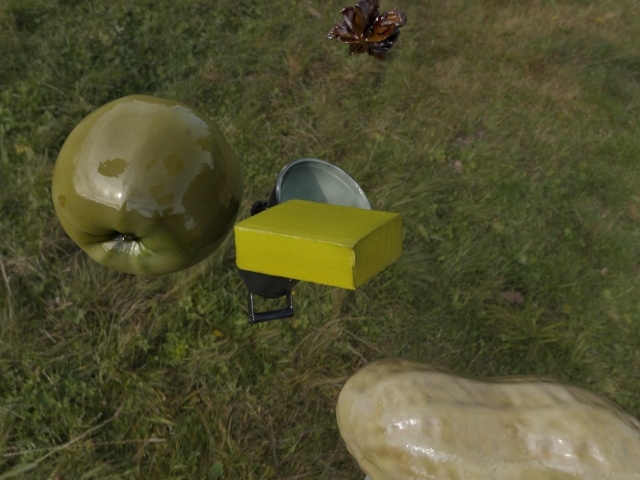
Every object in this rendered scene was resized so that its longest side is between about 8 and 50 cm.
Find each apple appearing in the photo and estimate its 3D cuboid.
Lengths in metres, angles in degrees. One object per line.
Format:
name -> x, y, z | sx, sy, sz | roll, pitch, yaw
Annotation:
apple -> -0.244, -0.079, 0.741 | 0.262, 0.262, 0.263 | 8, 51, -10

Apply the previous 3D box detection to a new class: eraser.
eraser -> 0.000, 0.000, 0.452 | 0.122, 0.045, 0.097 | 9, 22, 30

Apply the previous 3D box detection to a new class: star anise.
star anise -> 0.074, -0.316, 0.702 | 0.097, 0.190, 0.070 | 28, 78, -6

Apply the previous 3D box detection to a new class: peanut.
peanut -> 0.136, 0.164, 0.403 | 0.256, 0.124, 0.124 | 7, 49, 12

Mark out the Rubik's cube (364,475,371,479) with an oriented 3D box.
Rubik's cube -> 0.205, 0.360, 0.776 | 0.204, 0.205, 0.208 | 27, 76, -2

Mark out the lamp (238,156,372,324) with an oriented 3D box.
lamp -> -0.048, 0.000, 0.733 | 0.147, 0.227, 0.172 | -5, 65, -37
